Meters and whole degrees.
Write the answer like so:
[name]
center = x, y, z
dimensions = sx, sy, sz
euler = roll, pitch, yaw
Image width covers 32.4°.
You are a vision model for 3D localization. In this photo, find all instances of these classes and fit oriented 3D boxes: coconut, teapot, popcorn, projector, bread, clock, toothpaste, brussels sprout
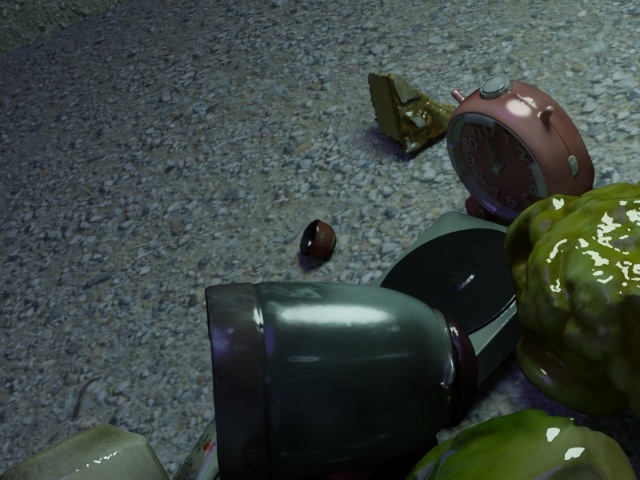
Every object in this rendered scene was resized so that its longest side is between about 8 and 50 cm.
[coconut]
center = -0.284, 0.377, 1.394
dimensions = 0.237, 0.266, 0.237
euler = -23, -9, -4
[teapot]
center = 0.022, 0.154, 1.324
dimensions = 0.312, 0.233, 0.315
euler = -3, 8, -6
[popcorn]
center = 0.367, 0.049, 1.273
dimensions = 0.293, 0.292, 0.334
euler = -61, -1, 15
[projector]
center = 0.194, 0.085, 1.553
dimensions = 0.259, 0.079, 0.257
euler = -42, 34, -20
[bread]
center = 0.157, -0.251, 1.986
dimensions = 0.127, 0.152, 0.147
euler = -33, 24, -7
[clock]
center = 0.299, -0.140, 1.635
dimensions = 0.142, 0.241, 0.227
euler = -41, 33, -22
[toothpaste]
center = -0.137, 0.272, 1.584
dimensions = 0.056, 0.058, 0.314
euler = 32, 61, 5
[brussels sprout]
center = 0.203, 0.309, 1.124
dimensions = 0.294, 0.227, 0.259
euler = -40, 32, 31

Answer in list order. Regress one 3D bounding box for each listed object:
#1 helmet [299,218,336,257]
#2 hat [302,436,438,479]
[helmet]
center = 0.001, 0.000, 1.847
dimensions = 0.084, 0.049, 0.065
euler = -172, 100, -76
[hat]
center = 0.056, 0.288, 1.375
dimensions = 0.205, 0.089, 0.205
euler = -19, 28, 11
